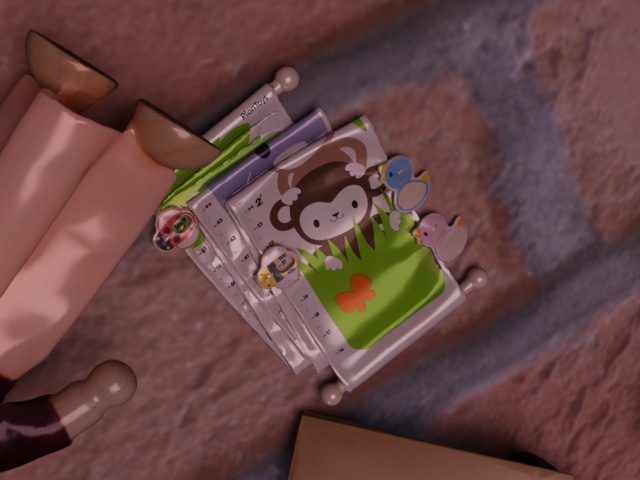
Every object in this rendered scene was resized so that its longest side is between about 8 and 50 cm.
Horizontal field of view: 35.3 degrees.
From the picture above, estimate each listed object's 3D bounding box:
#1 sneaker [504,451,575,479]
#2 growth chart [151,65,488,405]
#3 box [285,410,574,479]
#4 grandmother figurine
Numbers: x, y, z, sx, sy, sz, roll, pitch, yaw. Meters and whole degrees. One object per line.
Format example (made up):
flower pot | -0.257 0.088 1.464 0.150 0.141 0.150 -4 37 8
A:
sneaker | 0.134 0.307 0.785 0.145 0.090 0.270 38 89 -24
growth chart | 0.000 0.000 0.672 0.172 0.021 0.237 -45 117 -2
box | 0.066 0.223 0.710 0.201 0.021 0.164 13 85 -2
grandmother figurine | -0.210 0.053 0.567 0.208 0.104 0.342 33 93 3
